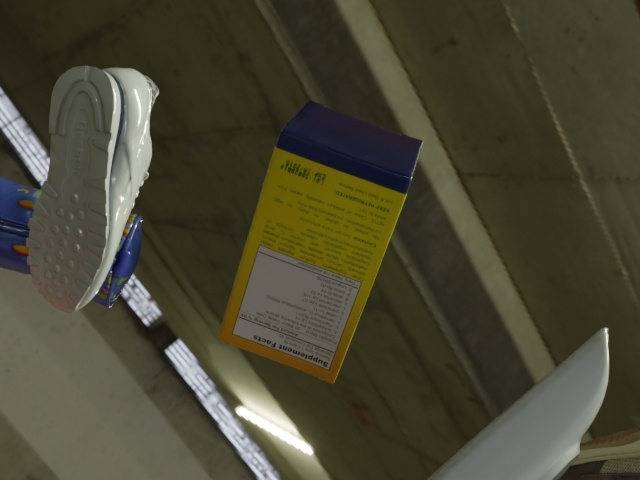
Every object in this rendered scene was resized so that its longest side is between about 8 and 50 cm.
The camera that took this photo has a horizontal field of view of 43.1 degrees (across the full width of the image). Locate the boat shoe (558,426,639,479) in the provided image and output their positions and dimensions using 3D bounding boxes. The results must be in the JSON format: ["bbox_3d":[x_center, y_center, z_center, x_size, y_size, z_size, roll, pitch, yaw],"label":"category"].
[{"bbox_3d":[0.316,0.234,0.799,0.285,0.103,0.092,-42,-125,53],"label":"boat shoe"}]

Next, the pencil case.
[{"bbox_3d":[-0.362,-0.015,0.939,0.306,0.119,0.133,17,3,-13],"label":"pencil case"}]

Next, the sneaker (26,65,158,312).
[{"bbox_3d":[-0.203,-0.044,0.755,0.090,0.095,0.235,22,-75,17],"label":"sneaker"}]

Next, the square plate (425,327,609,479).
[{"bbox_3d":[0.066,0.250,0.596,0.049,0.347,0.344,44,-24,24],"label":"square plate"}]

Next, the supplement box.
[{"bbox_3d":[0.000,0.000,1.237,0.194,0.195,0.356,21,-65,3],"label":"supplement box"}]
